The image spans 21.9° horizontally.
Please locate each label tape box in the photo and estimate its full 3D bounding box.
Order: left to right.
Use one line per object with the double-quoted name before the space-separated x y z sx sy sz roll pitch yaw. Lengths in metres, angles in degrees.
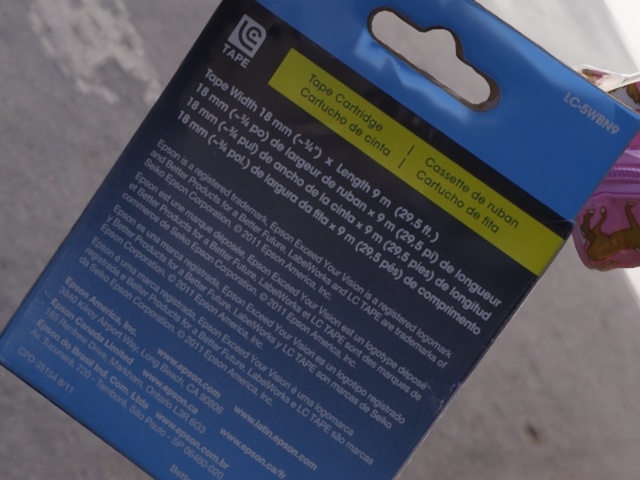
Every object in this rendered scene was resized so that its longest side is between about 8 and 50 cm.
"label tape box" 0.000 0.000 0.979 0.241 0.333 0.106 37 9 8

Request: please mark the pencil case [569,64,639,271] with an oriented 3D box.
"pencil case" 0.349 -0.062 1.122 0.167 0.386 0.160 59 34 -49
